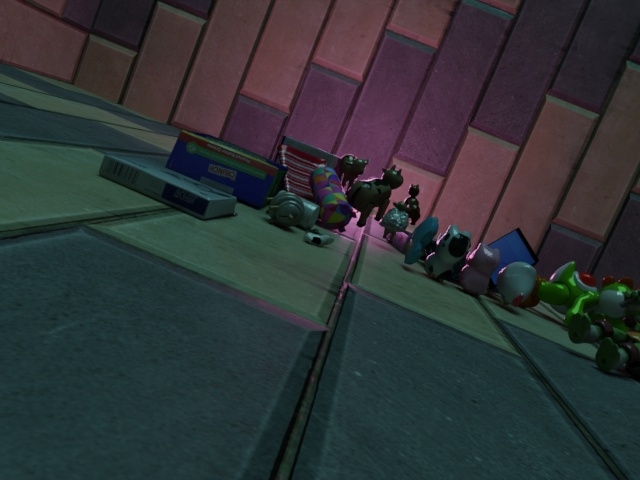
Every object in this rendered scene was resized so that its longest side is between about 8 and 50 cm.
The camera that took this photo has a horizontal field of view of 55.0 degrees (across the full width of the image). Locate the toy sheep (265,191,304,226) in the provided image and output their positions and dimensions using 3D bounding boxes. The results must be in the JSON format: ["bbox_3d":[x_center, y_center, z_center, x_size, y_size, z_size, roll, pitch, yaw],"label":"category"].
[{"bbox_3d":[-0.080,-0.071,1.424,0.091,0.091,0.132,20,22,-21],"label":"toy sheep"}]

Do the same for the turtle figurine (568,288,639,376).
[{"bbox_3d":[0.690,0.181,1.304,0.267,0.197,0.274,0,-26,-23],"label":"turtle figurine"}]

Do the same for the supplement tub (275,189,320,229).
[{"bbox_3d":[-0.063,-0.076,1.546,0.107,0.070,0.071,25,8,13],"label":"supplement tub"}]

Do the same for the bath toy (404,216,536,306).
[{"bbox_3d":[0.394,0.077,1.599,0.349,0.151,0.129,24,46,-5],"label":"bath toy"}]

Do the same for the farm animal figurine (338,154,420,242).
[{"bbox_3d":[0.173,-0.170,1.966,0.331,0.172,0.327,27,31,14],"label":"farm animal figurine"}]

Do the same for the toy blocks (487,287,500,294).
[{"bbox_3d":[0.513,0.130,1.822,0.123,0.054,0.148,16,10,-39],"label":"toy blocks"}]

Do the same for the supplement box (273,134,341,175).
[{"bbox_3d":[-0.041,-0.289,2.244,0.220,0.113,0.111,24,6,24],"label":"supplement box"}]

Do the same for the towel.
[{"bbox_3d":[-0.037,-0.183,1.964,0.199,0.031,0.274,16,45,-35],"label":"towel"}]

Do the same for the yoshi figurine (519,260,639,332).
[{"bbox_3d":[0.753,0.206,1.749,0.363,0.203,0.203,11,-40,29],"label":"yoshi figurine"}]

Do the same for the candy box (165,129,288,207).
[{"bbox_3d":[-0.243,-0.198,1.688,0.268,0.122,0.317,23,9,-1],"label":"candy box"}]

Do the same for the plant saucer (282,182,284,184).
[{"bbox_3d":[-0.101,-0.212,2.118,0.259,0.047,0.258,17,9,-34],"label":"plant saucer"}]

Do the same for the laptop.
[{"bbox_3d":[0.450,0.027,1.771,0.265,0.136,0.234,17,24,-5],"label":"laptop"}]

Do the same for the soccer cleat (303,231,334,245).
[{"bbox_3d":[0.000,0.000,1.364,0.083,0.029,0.035,12,21,-39],"label":"soccer cleat"}]

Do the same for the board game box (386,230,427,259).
[{"bbox_3d":[0.315,0.022,1.996,0.194,0.060,0.194,23,9,1],"label":"board game box"}]

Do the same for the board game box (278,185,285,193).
[{"bbox_3d":[-0.060,-0.146,2.135,0.141,0.048,0.170,29,10,33],"label":"board game box"}]

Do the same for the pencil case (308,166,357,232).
[{"bbox_3d":[0.031,-0.126,1.828,0.105,0.104,0.236,19,29,-27],"label":"pencil case"}]

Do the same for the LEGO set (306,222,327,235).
[{"bbox_3d":[-0.011,-0.013,1.464,0.054,0.023,0.083,18,21,-13],"label":"LEGO set"}]

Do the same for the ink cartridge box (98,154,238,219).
[{"bbox_3d":[-0.283,-0.107,1.217,0.224,0.045,0.224,23,7,6],"label":"ink cartridge box"}]
